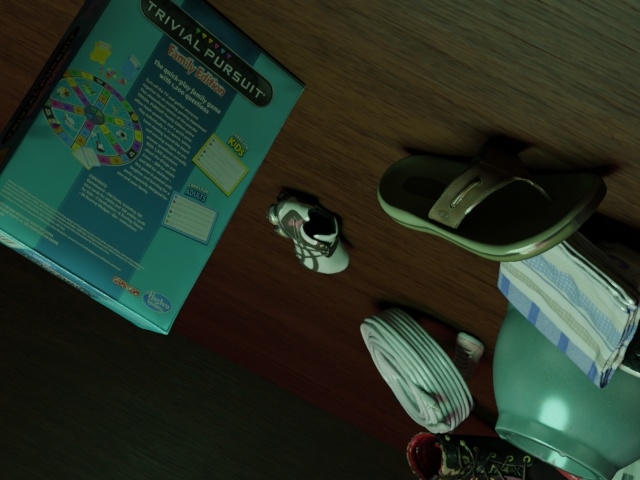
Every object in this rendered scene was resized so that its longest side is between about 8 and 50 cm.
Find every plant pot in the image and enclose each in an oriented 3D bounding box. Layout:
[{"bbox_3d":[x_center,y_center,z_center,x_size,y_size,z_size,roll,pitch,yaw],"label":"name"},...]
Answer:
[{"bbox_3d":[0.366,0.223,1.533,0.293,0.196,0.293,26,167,7],"label":"plant pot"}]

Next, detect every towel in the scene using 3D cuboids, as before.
[{"bbox_3d":[0.291,0.062,1.306,0.209,0.034,0.285,45,166,23],"label":"towel"}]

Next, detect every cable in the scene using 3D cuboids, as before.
[{"bbox_3d":[0.174,0.236,1.983,0.257,0.089,0.257,55,170,12],"label":"cable"}]

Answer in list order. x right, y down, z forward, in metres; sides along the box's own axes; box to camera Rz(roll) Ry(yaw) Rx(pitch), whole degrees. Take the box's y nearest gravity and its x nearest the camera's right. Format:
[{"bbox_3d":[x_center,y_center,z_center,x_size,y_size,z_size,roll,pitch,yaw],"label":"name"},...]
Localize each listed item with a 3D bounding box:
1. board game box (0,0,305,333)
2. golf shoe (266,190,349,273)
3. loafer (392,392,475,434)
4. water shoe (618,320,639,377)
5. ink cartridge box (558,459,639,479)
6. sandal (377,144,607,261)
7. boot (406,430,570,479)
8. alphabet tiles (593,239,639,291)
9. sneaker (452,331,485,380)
[{"bbox_3d":[-0.200,-0.105,1.190,0.254,0.336,0.079,37,162,-30],"label":"board game box"},{"bbox_3d":[0.000,0.000,1.690,0.094,0.077,0.198,13,160,43],"label":"golf shoe"},{"bbox_3d":[0.241,0.385,2.494,0.109,0.095,0.302,34,164,-19],"label":"loafer"},{"bbox_3d":[0.450,0.160,1.372,0.203,0.073,0.080,22,168,27],"label":"water shoe"},{"bbox_3d":[0.507,0.319,1.672,0.237,0.172,0.100,10,157,47],"label":"ink cartridge box"},{"bbox_3d":[0.165,-0.054,1.170,0.303,0.120,0.086,12,144,46],"label":"sandal"},{"bbox_3d":[0.388,0.504,2.407,0.284,0.138,0.377,9,179,-21],"label":"boot"},{"bbox_3d":[0.441,0.085,1.310,0.284,0.021,0.278,29,165,-2],"label":"alphabet tiles"},{"bbox_3d":[0.263,0.216,1.956,0.051,0.070,0.134,24,164,21],"label":"sneaker"}]
